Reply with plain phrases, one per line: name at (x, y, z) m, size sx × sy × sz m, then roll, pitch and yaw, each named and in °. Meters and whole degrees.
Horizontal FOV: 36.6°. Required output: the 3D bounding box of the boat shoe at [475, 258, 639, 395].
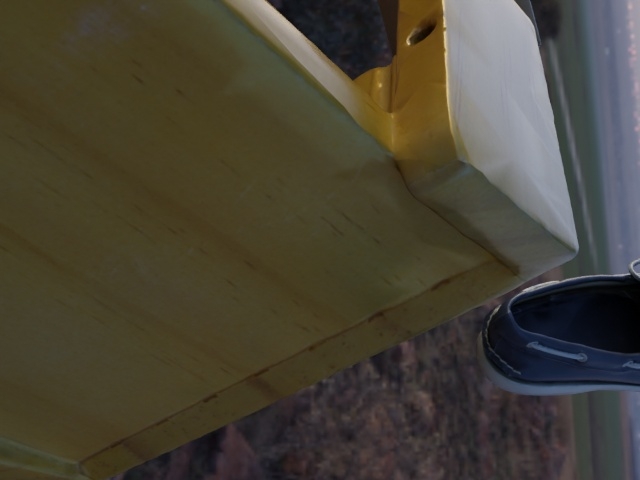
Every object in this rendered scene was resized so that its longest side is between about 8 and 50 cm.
boat shoe at (0.247, 0.061, 0.741) m, size 0.079 × 0.254 × 0.095 m, roll 102°, pitch -15°, yaw -56°

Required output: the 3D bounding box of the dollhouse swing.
dollhouse swing at (-0.103, -0.064, 0.507) m, size 0.305 × 0.346 × 0.315 m, roll 45°, pitch 31°, yaw -29°

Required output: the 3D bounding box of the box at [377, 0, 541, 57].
box at (0.095, -0.243, 0.808) m, size 0.021 × 0.164 × 0.201 m, roll -23°, pitch 101°, yaw -31°
